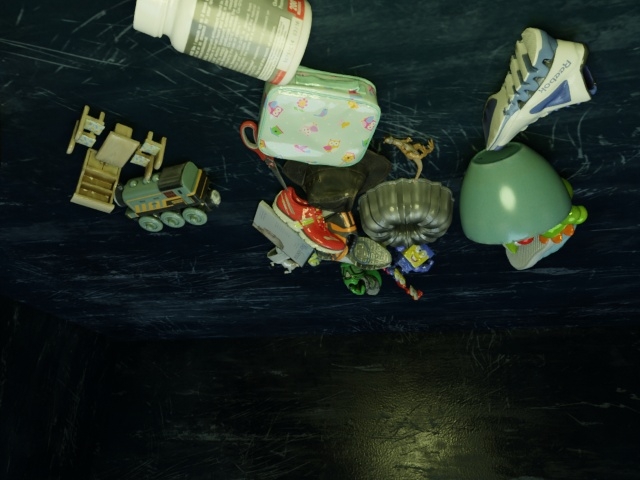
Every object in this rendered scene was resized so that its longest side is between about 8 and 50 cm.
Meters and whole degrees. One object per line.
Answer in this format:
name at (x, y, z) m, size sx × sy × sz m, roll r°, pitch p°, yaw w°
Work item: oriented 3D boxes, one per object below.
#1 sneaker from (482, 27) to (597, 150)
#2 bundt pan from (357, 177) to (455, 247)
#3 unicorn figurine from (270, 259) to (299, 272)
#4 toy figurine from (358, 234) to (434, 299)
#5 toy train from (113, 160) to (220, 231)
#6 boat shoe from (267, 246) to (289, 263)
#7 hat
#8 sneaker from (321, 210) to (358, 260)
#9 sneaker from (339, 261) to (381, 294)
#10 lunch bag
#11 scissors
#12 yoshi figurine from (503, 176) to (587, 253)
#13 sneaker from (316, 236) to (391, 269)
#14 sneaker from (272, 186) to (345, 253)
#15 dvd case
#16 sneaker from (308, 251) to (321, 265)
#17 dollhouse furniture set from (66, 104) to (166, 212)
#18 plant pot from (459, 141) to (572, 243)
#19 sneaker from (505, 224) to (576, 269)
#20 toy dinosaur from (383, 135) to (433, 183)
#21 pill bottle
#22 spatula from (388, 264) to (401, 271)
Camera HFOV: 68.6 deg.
sneaker at (0.491, -0.314, 1.038) m, size 0.182 × 0.128 × 0.316 m, roll 4°, pitch 154°, yaw -1°
bundt pan at (0.286, -0.073, 1.575) m, size 0.330 × 0.124 × 0.331 m, roll 2°, pitch 155°, yaw 1°
unicorn figurine at (-0.141, 0.099, 2.034) m, size 0.161 × 0.060 × 0.111 m, roll 16°, pitch 152°, yaw -30°
toy figurine at (0.322, 0.033, 1.820) m, size 0.362 × 0.217 × 0.191 m, roll 46°, pitch 179°, yaw -22°
toy train at (-0.482, -0.136, 1.466) m, size 0.333 × 0.142 × 0.190 m, roll -7°, pitch 142°, yaw 22°
boat shoe at (-0.154, 0.037, 1.907) m, size 0.063 × 0.066 × 0.184 m, roll 27°, pitch 149°, yaw -26°
hat at (0.042, -0.155, 1.366) m, size 0.330 × 0.134 × 0.331 m, roll 4°, pitch 160°, yaw 2°
sneaker at (0.000, 0.000, 1.642) m, size 0.124 × 0.180 × 0.321 m, roll -23°, pitch 178°, yaw -44°
sneaker at (0.176, 0.187, 2.114) m, size 0.134 × 0.147 × 0.343 m, roll -12°, pitch 153°, yaw 26°
lunch bag at (-0.003, -0.293, 1.108) m, size 0.278 × 0.108 × 0.224 m, roll 5°, pitch 141°, yaw -14°
scissors at (-0.155, -0.232, 1.337) m, size 0.108 × 0.021 × 0.297 m, roll 5°, pitch 152°, yaw 5°
yoshi figurine at (0.669, -0.100, 1.508) m, size 0.203 × 0.203 × 0.362 m, roll 55°, pitch 152°, yaw -12°
sneaker at (0.130, 0.041, 1.700) m, size 0.296 × 0.111 × 0.129 m, roll 13°, pitch 179°, yaw 35°
sneaker at (-0.026, -0.066, 1.501) m, size 0.279 × 0.107 × 0.118 m, roll 38°, pitch 111°, yaw 0°
dvd case at (-0.132, -0.017, 1.658) m, size 0.253 × 0.022 × 0.180 m, roll 40°, pitch 151°, yaw 3°
sneaker at (-0.009, 0.034, 1.855) m, size 0.126 × 0.091 × 0.240 m, roll -29°, pitch 167°, yaw 12°
dollhouse furniture set at (-0.574, -0.203, 1.274) m, size 0.212 × 0.161 × 0.242 m, roll 19°, pitch 150°, yaw -34°
plant pot at (0.503, -0.150, 1.275) m, size 0.289 × 0.290 × 0.196 m, roll -14°, pitch 115°, yaw 29°
sneaker at (0.819, 0.013, 1.737) m, size 0.149 × 0.136 × 0.366 m, roll -13°, pitch 165°, yaw -6°
toy dinosaur at (0.259, -0.242, 1.304) m, size 0.112 × 0.064 × 0.211 m, roll 1°, pitch 153°, yaw 47°
pill bottle at (-0.173, -0.398, 0.839) m, size 0.282 × 0.162 × 0.161 m, roll 12°, pitch 153°, yaw -23°
spatula at (0.287, 0.101, 2.059) m, size 0.084 × 0.031 × 0.296 m, roll -25°, pitch 145°, yaw 38°
